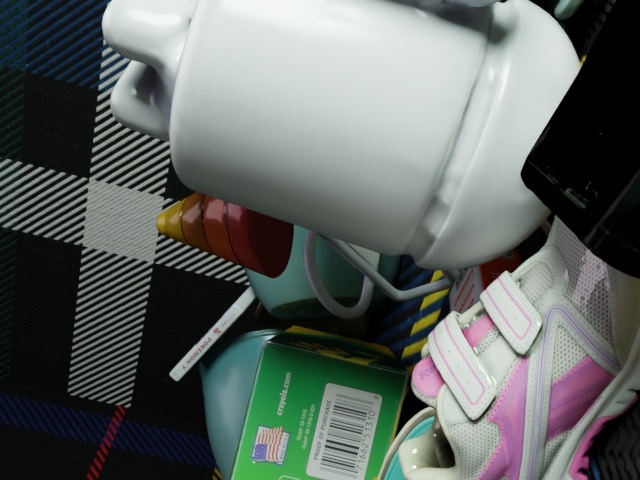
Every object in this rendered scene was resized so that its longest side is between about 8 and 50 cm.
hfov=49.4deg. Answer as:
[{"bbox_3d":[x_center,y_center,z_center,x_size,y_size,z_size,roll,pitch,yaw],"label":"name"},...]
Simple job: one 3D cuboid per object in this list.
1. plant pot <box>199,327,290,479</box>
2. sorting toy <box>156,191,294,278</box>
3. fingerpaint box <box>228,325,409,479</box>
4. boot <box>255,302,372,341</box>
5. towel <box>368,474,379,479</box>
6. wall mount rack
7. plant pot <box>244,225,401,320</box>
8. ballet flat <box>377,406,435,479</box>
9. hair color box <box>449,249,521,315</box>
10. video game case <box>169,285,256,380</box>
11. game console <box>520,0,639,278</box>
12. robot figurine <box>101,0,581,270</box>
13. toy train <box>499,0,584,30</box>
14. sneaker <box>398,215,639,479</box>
[{"bbox_3d":[-0.068,0.327,1.188,0.271,0.272,0.255,110,158,-52],"label":"plant pot"},{"bbox_3d":[-0.081,-0.097,0.770,0.365,0.126,0.127,-75,-24,-50],"label":"sorting toy"},{"bbox_3d":[-0.030,0.341,0.858,0.371,0.163,0.444,58,-135,-85],"label":"fingerpaint box"},{"bbox_3d":[-0.027,0.168,1.336,0.262,0.204,0.095,113,170,-56],"label":"boot"},{"bbox_3d":[0.045,0.257,0.626,0.237,0.021,0.102,18,-99,-65],"label":"towel"},{"bbox_3d":[0.048,-0.102,0.785,0.130,0.304,0.350,-23,40,32],"label":"wall mount rack"},{"bbox_3d":[0.000,0.000,1.125,0.293,0.293,0.235,116,152,-70],"label":"plant pot"},{"bbox_3d":[0.084,0.251,0.592,0.086,0.086,0.248,-113,36,-82],"label":"ballet flat"},{"bbox_3d":[0.142,0.072,0.578,0.141,0.043,0.072,-84,9,-51],"label":"hair color box"},{"bbox_3d":[-0.161,0.137,1.201,0.183,0.023,0.201,-47,1,22],"label":"video game case"},{"bbox_3d":[0.180,-0.052,0.216,0.213,0.044,0.361,-58,14,20],"label":"game console"},{"bbox_3d":[0.031,-0.100,0.500,0.300,0.354,0.199,109,180,-59],"label":"robot figurine"},{"bbox_3d":[0.167,-0.215,0.651,0.334,0.142,0.190,106,-173,-50],"label":"toy train"},{"bbox_3d":[0.118,0.077,0.421,0.103,0.111,0.252,-96,20,-77],"label":"sneaker"}]
